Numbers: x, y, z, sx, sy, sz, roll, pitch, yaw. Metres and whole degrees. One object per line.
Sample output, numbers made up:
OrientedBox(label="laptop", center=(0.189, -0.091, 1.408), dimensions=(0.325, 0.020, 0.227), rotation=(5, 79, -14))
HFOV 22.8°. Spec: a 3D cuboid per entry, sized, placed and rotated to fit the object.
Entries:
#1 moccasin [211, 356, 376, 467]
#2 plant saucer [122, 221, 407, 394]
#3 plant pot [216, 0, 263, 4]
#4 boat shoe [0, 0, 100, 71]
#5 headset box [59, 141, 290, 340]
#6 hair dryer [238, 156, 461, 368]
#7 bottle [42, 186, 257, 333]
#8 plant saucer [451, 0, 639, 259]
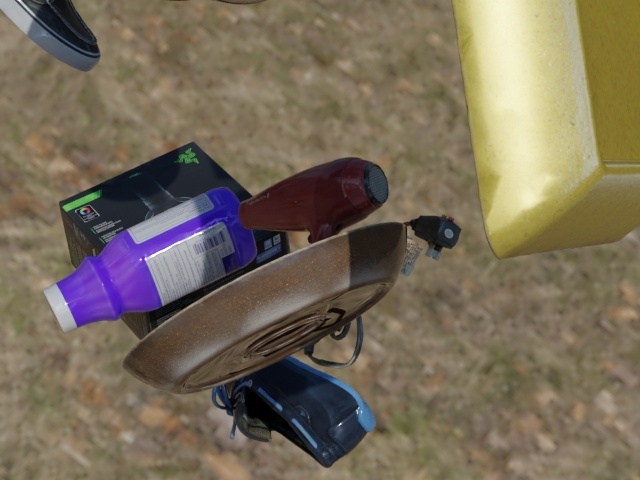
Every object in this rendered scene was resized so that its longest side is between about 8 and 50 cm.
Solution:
OrientedBox(label="moccasin", center=(-0.079, 0.214, 2.164), dimensions=(0.342, 0.117, 0.138), rotation=(14, -31, 50))
OrientedBox(label="plant saucer", center=(-0.044, 0.076, 1.552), dimensions=(0.050, 0.310, 0.310), rotation=(63, 16, 10))
OrientedBox(label="plant pot", center=(-0.112, -0.348, 1.647), dimensions=(0.263, 0.263, 0.229), rotation=(30, 10, -38))
OrientedBox(label="boat shoe", center=(-0.407, -0.374, 2.238), dimensions=(0.306, 0.105, 0.113), rotation=(47, 16, -13))
OrientedBox(label="headset box", center=(-0.222, 0.002, 2.375), dimensions=(0.283, 0.246, 0.131), rotation=(43, -31, 40))
OrientedBox(label="hair dryer", center=(0.000, 0.000, 1.826), dimensions=(0.293, 0.223, 0.080), rotation=(34, -13, 48))
OrientedBox(label="bottle", center=(-0.226, 0.034, 2.093), dimensions=(0.092, 0.282, 0.118), rotation=(53, -16, 42))
OrientedBox(label="plant saucer", center=(0.203, -0.161, 1.257), dimensions=(0.332, 0.081, 0.333), rotation=(-6, 87, -62))
